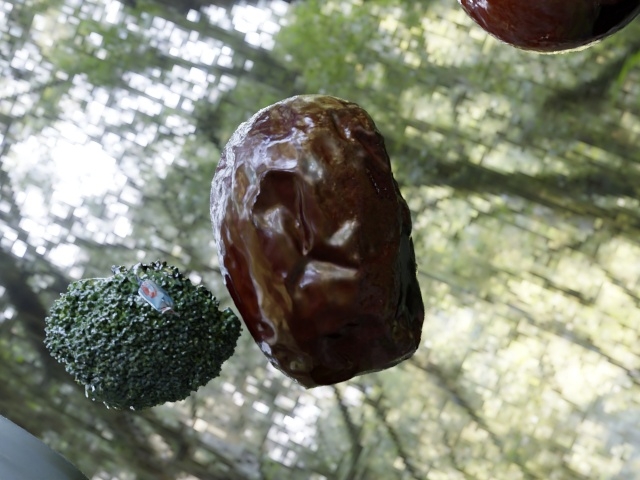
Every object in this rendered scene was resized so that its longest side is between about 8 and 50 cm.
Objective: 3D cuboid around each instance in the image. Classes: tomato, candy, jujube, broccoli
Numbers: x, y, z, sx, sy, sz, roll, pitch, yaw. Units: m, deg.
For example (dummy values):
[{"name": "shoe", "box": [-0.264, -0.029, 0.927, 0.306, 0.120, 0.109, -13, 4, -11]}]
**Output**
[{"name": "tomato", "box": [0.219, -0.265, 1.276, 0.208, 0.184, 0.208, -31, 1, 1]}, {"name": "candy", "box": [-0.172, 0.057, 1.452, 0.030, 0.083, 0.020, 26, -83, -40]}, {"name": "jujube", "box": [-0.001, -0.001, 1.832, 0.276, 0.377, 0.276, -20, -10, -4]}, {"name": "broccoli", "box": [-0.229, 0.125, 1.845, 0.226, 0.176, 0.198, -18, -80, -39]}]

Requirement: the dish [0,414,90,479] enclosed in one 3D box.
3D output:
[{"name": "dish", "box": [-0.244, 0.177, 0.975, 0.106, 0.316, 0.316, -58, -23, -24]}]
